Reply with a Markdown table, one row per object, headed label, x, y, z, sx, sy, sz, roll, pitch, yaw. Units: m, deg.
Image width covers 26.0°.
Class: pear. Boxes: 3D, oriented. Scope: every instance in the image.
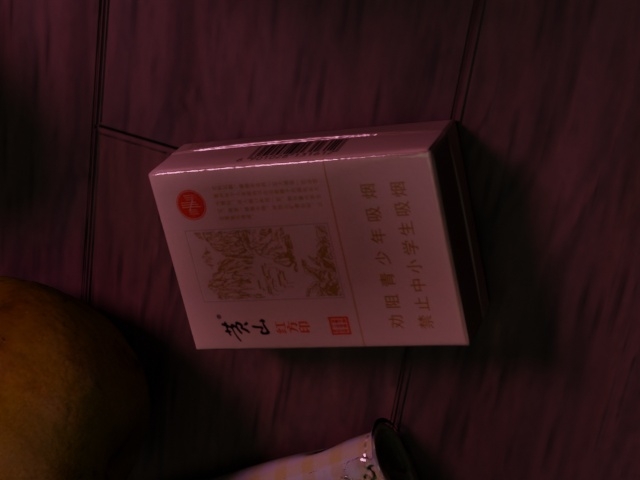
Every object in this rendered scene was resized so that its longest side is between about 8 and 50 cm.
| label | x | y | z | sx | sy | sz | roll | pitch | yaw |
| --- | --- | --- | --- | --- | --- | --- | --- | --- | --- |
| pear | -0.218 | 0.125 | 0.989 | 0.200 | 0.200 | 0.200 | 9 | 118 | 18 |

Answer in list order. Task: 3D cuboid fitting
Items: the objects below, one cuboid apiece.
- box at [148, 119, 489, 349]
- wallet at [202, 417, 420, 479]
| label | x | y | z | sx | sy | sz | roll | pitch | yaw |
| --- | --- | --- | --- | --- | --- | --- | --- | --- | --- |
| box | 0.000 | 0.000 | 0.910 | 0.201 | 0.058 | 0.141 | -5 | 113 | 24 |
| wallet | -0.039 | 0.270 | 1.057 | 0.310 | 0.077 | 0.223 | -20 | 102 | 28 |
